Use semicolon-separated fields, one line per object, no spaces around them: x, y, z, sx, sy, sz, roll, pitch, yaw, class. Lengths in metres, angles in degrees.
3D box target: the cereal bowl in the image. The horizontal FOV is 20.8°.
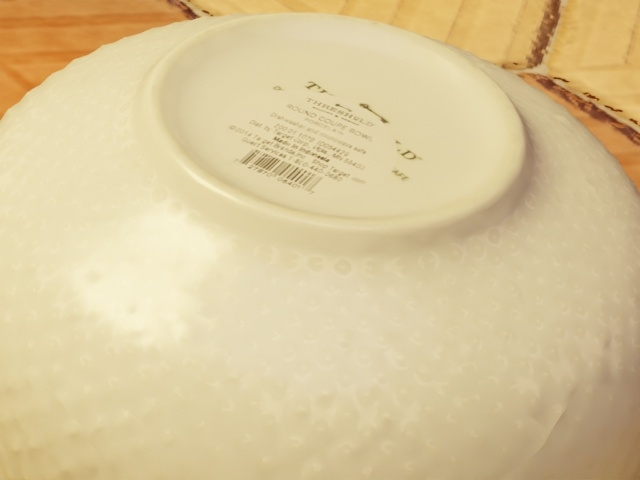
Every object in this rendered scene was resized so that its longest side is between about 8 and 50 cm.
0.000;0.000;0.762;0.339;0.141;0.339;6;38;-5;cereal bowl
